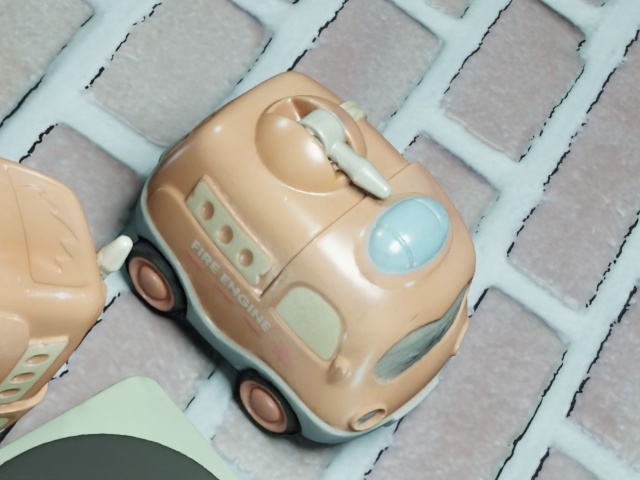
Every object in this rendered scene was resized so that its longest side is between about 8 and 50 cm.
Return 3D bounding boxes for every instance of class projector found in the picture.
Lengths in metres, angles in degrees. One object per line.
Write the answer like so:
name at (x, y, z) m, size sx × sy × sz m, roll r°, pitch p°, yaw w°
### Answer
projector at (-0.155, 0.253, 1.223) m, size 0.257 × 0.079 × 0.259 m, roll -29°, pitch 60°, yaw -28°

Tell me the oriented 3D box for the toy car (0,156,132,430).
toy car at (-0.268, 0.051, 1.218) m, size 0.212 × 0.270 × 0.180 m, roll 8°, pitch 54°, yaw -39°

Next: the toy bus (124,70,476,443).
toy bus at (0.000, 0.000, 1.357) m, size 0.287 × 0.232 × 0.194 m, roll 47°, pitch 54°, yaw 9°
